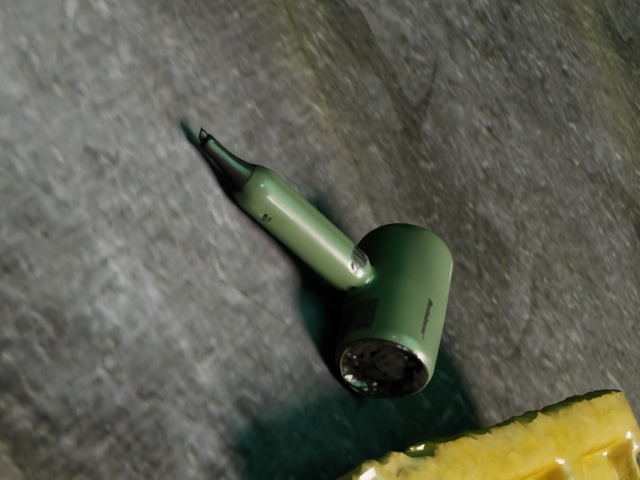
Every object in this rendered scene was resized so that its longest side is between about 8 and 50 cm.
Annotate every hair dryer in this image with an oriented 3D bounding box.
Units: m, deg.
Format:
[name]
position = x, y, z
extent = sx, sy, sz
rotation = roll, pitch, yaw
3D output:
[hair dryer]
position = 0.000, 0.000, 0.703
extent = 0.150, 0.047, 0.071
rotation = 44, 39, -28

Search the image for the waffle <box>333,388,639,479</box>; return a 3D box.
[waffle]
position = 0.100, 0.199, 0.695
extent = 0.221, 0.055, 0.248
rotation = -7, 76, -50
